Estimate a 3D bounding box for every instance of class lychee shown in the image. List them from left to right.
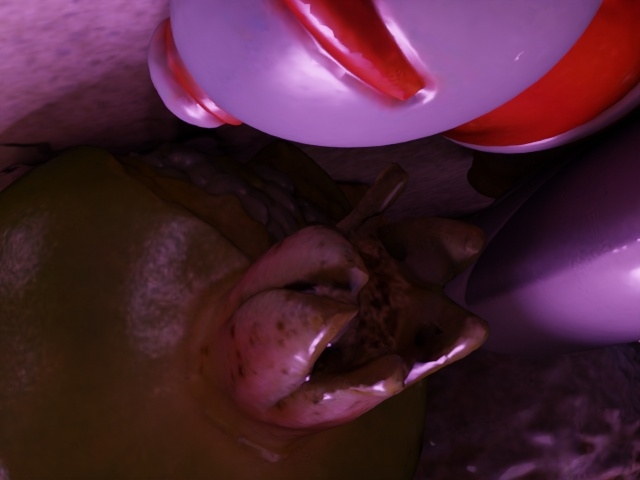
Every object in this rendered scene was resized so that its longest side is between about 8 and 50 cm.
[{"bbox_3d":[0.093,0.115,0.951,0.274,0.255,0.255,-14,164,-4],"label":"lychee"}]

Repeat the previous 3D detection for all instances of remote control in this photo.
[{"bbox_3d":[0.170,-0.015,0.648,0.221,0.103,0.332,-24,178,-14],"label":"remote control"}]

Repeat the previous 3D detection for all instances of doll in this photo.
[{"bbox_3d":[0.046,-0.086,0.497,0.200,0.105,0.336,-22,171,26],"label":"doll"}]

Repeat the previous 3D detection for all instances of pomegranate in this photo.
[{"bbox_3d":[-0.042,0.056,0.631,0.236,0.236,0.302,-7,178,-32],"label":"pomegranate"}]

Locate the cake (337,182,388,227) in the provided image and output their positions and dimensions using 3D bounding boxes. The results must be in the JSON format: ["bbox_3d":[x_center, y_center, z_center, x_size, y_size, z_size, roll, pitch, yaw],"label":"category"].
[{"bbox_3d":[0.000,0.000,0.833,0.084,0.044,0.084,-16,163,-5],"label":"cake"}]

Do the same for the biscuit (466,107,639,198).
[{"bbox_3d":[0.173,-0.077,0.758,0.174,0.039,0.183,-12,164,-7],"label":"biscuit"}]
